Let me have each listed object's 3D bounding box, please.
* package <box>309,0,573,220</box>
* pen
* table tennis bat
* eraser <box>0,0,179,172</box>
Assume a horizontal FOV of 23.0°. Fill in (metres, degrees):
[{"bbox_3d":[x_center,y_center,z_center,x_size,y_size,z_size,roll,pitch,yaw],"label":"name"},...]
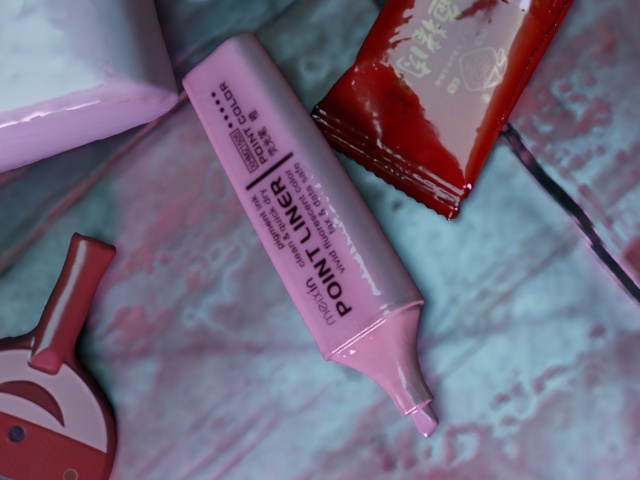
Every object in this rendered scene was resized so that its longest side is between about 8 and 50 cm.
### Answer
[{"bbox_3d":[0.074,-0.114,0.691,0.083,0.022,0.200,32,96,15],"label":"package"},{"bbox_3d":[0.000,0.000,0.694,0.053,0.032,0.197,-37,76,26],"label":"pen"},{"bbox_3d":[-0.133,0.070,0.721,0.098,0.019,0.155,24,82,-13],"label":"table tennis bat"},{"bbox_3d":[-0.188,-0.175,0.722,0.189,0.104,0.290,-16,83,10],"label":"eraser"}]
